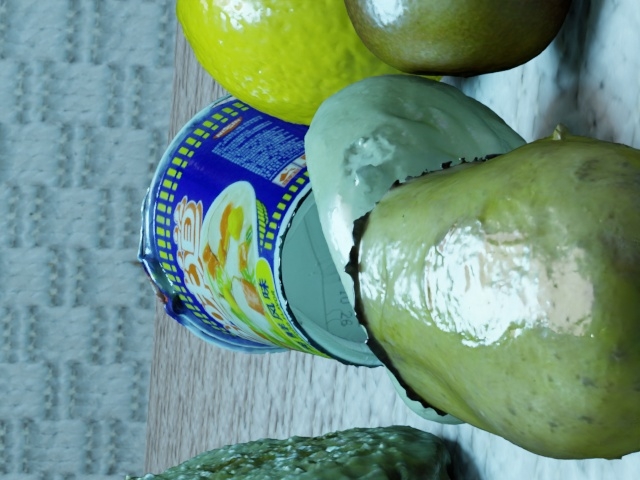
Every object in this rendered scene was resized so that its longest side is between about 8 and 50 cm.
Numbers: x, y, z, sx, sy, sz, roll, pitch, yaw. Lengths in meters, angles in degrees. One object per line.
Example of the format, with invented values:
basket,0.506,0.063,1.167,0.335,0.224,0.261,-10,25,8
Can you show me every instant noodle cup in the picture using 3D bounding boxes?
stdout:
instant noodle cup,0.000,0.000,1.876,0.312,0.284,0.284,-158,70,-69

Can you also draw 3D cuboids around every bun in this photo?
bun,0.112,-0.008,1.497,0.283,0.179,0.283,-22,-90,-78

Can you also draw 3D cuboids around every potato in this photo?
potato,0.165,0.035,1.262,0.266,0.229,0.229,11,100,62

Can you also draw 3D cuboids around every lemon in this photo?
lemon,0.005,-0.236,1.787,0.293,0.293,0.293,-179,90,-78

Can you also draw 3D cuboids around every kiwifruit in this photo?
kiwifruit,0.107,-0.242,1.522,0.196,0.196,0.234,-157,72,-77

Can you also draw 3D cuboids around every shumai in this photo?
shumai,-0.014,0.345,1.818,0.397,0.324,0.323,-177,75,-83
